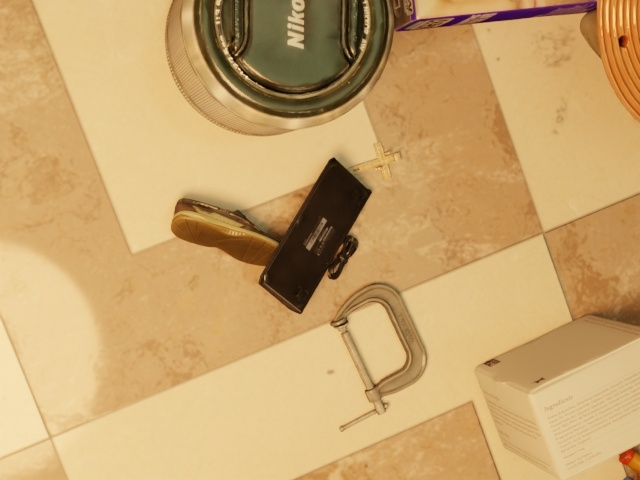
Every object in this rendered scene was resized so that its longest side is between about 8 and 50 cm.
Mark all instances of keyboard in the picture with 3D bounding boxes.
[{"bbox_3d":[0.000,0.000,1.404,0.108,0.023,0.180,41,73,-35],"label":"keyboard"}]

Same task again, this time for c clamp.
[{"bbox_3d":[0.063,0.140,1.442,0.137,0.022,0.160,-21,97,-11],"label":"c clamp"}]

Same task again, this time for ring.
[{"bbox_3d":[0.458,-0.280,1.352,0.337,0.032,0.336,-6,106,-22],"label":"ring"}]

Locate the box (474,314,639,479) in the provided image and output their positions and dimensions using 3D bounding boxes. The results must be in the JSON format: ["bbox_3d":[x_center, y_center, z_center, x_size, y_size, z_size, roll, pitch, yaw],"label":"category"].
[{"bbox_3d":[0.314,0.186,1.421,0.182,0.181,0.119,-24,98,-11],"label":"box"}]

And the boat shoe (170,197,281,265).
[{"bbox_3d":[-0.104,-0.013,1.381,0.152,0.056,0.049,22,48,-26],"label":"boat shoe"}]

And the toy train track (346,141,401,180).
[{"bbox_3d":[0.062,-0.093,1.437,0.083,0.014,0.048,-19,96,-11],"label":"toy train track"}]

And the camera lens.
[{"bbox_3d":[-0.054,-0.226,1.270,0.219,0.274,0.219,-1,93,-13],"label":"camera lens"}]

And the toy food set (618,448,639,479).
[{"bbox_3d":[0.391,0.388,1.489,0.104,0.111,0.232,33,86,0],"label":"toy food set"}]

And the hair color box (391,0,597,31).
[{"bbox_3d":[0.251,-0.369,1.423,0.339,0.110,0.185,-8,95,-11],"label":"hair color box"}]

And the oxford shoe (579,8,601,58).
[{"bbox_3d":[0.476,-0.213,1.476,0.348,0.130,0.123,29,92,-31],"label":"oxford shoe"}]
